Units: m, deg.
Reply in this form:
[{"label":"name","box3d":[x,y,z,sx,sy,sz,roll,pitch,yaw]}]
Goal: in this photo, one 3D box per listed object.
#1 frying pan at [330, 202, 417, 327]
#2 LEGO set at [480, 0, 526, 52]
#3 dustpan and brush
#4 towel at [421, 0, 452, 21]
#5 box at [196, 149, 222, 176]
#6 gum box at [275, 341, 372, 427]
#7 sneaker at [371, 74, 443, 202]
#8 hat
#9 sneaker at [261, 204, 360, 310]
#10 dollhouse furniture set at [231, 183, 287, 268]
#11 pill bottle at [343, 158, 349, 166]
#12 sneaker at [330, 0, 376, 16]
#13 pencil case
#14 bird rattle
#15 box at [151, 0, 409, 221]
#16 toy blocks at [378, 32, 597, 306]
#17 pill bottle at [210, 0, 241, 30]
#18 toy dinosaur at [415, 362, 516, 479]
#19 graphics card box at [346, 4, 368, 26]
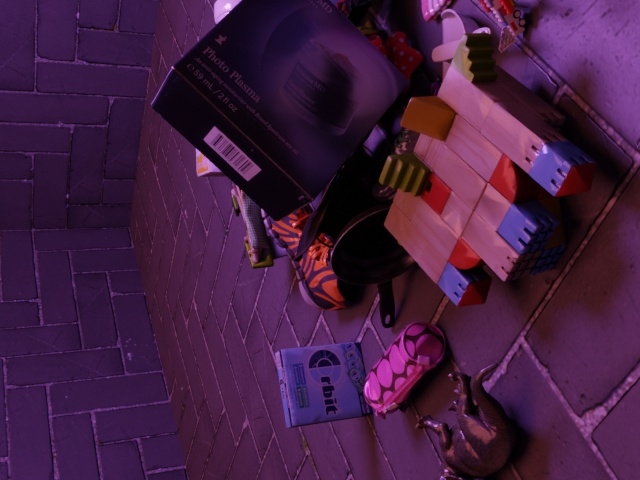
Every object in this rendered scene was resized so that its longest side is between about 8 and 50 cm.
[{"label":"frying pan","box3d":[0.135,0.034,1.294,0.326,0.197,0.053,47,-165,-51]},{"label":"LEGO set","box3d":[0.217,-0.385,1.012,0.060,0.182,0.244,-36,60,8]},{"label":"dustpan and brush","box3d":[0.223,-0.303,1.124,0.211,0.060,0.147,-172,81,-67]},{"label":"towel","box3d":[0.211,-0.479,1.186,0.197,0.029,0.144,135,127,-57]},{"label":"box","box3d":[-0.220,-0.226,1.921,0.114,0.203,0.103,176,92,-65]},{"label":"gum box","box3d":[0.007,0.299,1.497,0.041,0.185,0.156,139,124,-59]},{"label":"sneaker","box3d":[0.144,-0.166,1.172,0.223,0.098,0.083,-47,23,17]},{"label":"hat","box3d":[0.074,-0.077,1.341,0.331,0.134,0.331,-63,3,6]},{"label":"sneaker","box3d":[0.000,0.000,1.533,0.180,0.125,0.321,-9,112,57]},{"label":"dollhouse furniture set","box3d":[-0.114,-0.057,1.691,0.301,0.151,0.197,114,139,-78]},{"label":"pill bottle","box3d":[-0.042,-0.198,1.558,0.219,0.123,0.122,0,92,35]},{"label":"sneaker","box3d":[0.043,-0.444,1.319,0.104,0.262,0.125,59,-160,-45]},{"label":"pencil case","box3d":[0.151,0.238,1.300,0.209,0.095,0.098,114,180,-46]},{"label":"bird rattle","box3d":[0.096,-0.326,1.391,0.253,0.143,0.206,44,144,39]},{"label":"box","box3d":[-0.065,-0.248,1.200,0.294,0.296,0.183,-52,12,-23]},{"label":"toy blocks","box3d":[0.242,-0.057,1.017,0.261,0.191,0.381,52,138,35]},{"label":"pill bottle","box3d":[-0.196,-0.457,1.872,0.188,0.188,0.333,161,106,-64]},{"label":"toy dinosaur","box3d":[0.244,0.300,1.112,0.160,0.121,0.313,53,135,33]},{"label":"graphics card box","box3d":[0.061,-0.606,1.424,0.371,0.094,0.232,128,134,-53]}]
